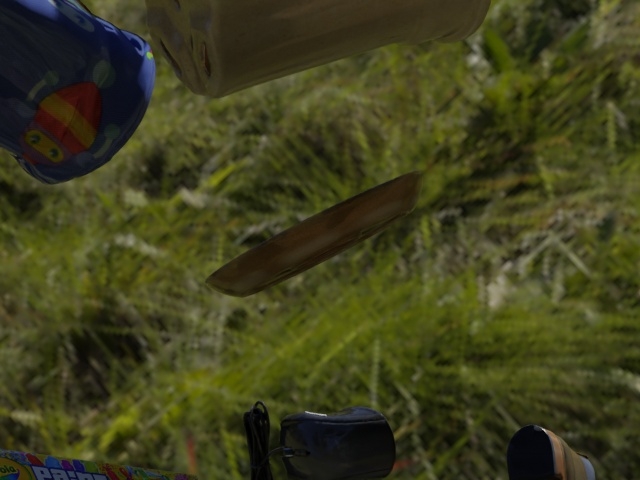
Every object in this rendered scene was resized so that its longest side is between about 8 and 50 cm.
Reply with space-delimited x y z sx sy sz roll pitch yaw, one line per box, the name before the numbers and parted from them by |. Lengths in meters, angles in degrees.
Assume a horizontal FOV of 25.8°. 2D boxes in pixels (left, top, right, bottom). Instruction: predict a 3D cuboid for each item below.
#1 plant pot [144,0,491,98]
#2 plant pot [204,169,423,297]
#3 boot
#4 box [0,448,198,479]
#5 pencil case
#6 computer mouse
plant pot | -0.034 -0.309 1.493 0.305 0.334 0.334 -27 -16 -18
plant pot | 0.000 0.000 1.350 0.236 0.032 0.236 -26 -3 -2
boot | 0.251 0.308 1.450 0.082 0.219 0.106 -15 -28 40
box | -0.196 0.339 1.147 0.290 0.279 0.177 19 -62 -49
pencil case | -0.239 -0.158 0.855 0.119 0.306 0.133 -37 33 24
computer mouse | -0.014 0.300 1.752 0.262 0.184 0.060 -3 1 44
